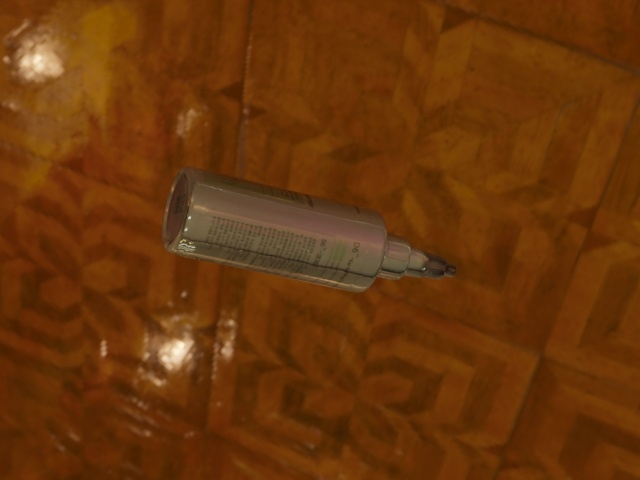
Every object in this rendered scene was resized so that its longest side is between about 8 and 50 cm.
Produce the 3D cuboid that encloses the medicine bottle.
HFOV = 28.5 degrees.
[{"bbox_3d":[0.000,0.000,0.813,0.199,0.057,0.057,12,141,-21],"label":"medicine bottle"}]
